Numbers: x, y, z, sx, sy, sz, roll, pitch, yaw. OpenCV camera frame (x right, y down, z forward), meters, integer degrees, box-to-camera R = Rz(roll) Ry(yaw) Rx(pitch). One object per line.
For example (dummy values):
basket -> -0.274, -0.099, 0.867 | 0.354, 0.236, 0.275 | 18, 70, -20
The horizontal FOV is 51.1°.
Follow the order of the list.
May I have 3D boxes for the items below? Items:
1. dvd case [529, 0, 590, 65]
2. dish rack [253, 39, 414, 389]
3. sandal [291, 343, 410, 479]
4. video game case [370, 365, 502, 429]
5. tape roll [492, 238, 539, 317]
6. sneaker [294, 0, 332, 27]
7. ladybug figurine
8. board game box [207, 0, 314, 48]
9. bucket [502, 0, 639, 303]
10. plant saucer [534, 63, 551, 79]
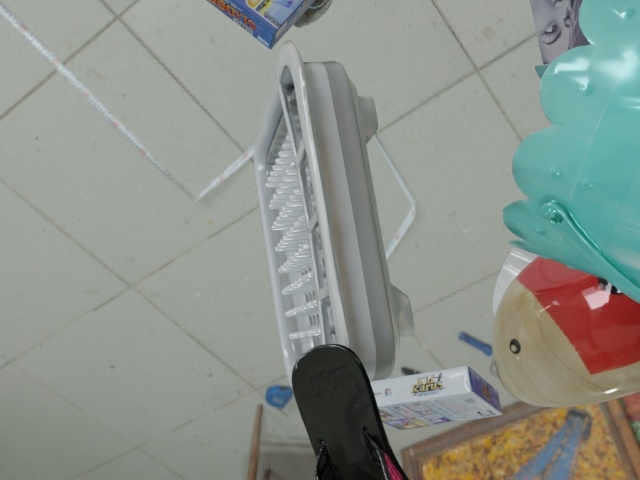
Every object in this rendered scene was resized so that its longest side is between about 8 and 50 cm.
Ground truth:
dvd case -> 0.352, -0.351, 0.927 | 0.018, 0.222, 0.164 | -10, 175, -25
dish rack -> 0.000, 0.000, 0.630 | 0.072, 0.286, 0.333 | -8, 172, -13
sandal -> 0.025, 0.151, 0.411 | 0.067, 0.040, 0.179 | -26, 79, 14
video game case -> 0.236, 0.342, 1.436 | 0.244, 0.061, 0.269 | -16, 151, 21
tape roll -> 0.505, 0.109, 1.415 | 0.246, 0.169, 0.246 | -21, 123, -35
sneaker -> 0.001, -0.403, 1.010 | 0.139, 0.341, 0.125 | -10, 101, 9
ladybug figurine -> 0.432, 0.059, 0.935 | 0.449, 0.305, 0.162 | -31, 105, 3
board game box -> -0.043, -0.310, 0.686 | 0.136, 0.201, 0.035 | 38, 161, 0
bucket -> 0.290, -0.077, 0.525 | 0.183, 0.281, 0.281 | 29, 135, 28
plant saucer -> 0.332, -0.204, 0.869 | 0.067, 0.192, 0.018 | 3, 95, 30
